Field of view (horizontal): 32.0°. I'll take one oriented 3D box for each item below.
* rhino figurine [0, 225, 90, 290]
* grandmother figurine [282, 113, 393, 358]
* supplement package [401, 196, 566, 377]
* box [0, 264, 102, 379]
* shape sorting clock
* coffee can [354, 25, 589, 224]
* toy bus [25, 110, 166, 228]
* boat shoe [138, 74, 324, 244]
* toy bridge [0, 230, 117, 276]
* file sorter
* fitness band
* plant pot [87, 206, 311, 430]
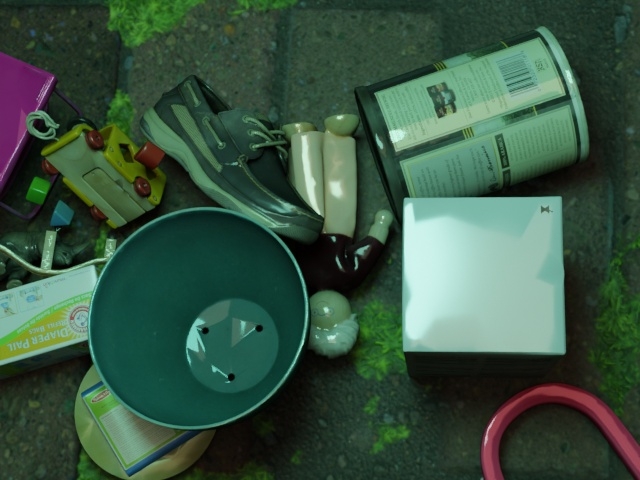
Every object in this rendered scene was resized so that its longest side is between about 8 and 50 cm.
[{"bbox_3d":[-0.457,0.026,1.641,0.243,0.073,0.106,-13,34,2],"label":"rhino figurine"},{"bbox_3d":[0.000,0.000,1.596,0.208,0.104,0.342,-12,73,26],"label":"grandmother figurine"},{"bbox_3d":[0.209,0.069,1.475,0.198,0.263,0.199,0,77,6],"label":"supplement package"},{"bbox_3d":[-0.392,0.119,1.602,0.203,0.114,0.103,-16,77,1],"label":"box"},{"bbox_3d":[-0.247,0.241,1.597,0.206,0.040,0.206,1,75,-3],"label":"shape sorting clock"},{"bbox_3d":[0.208,-0.159,1.557,0.275,0.201,0.201,-18,76,1],"label":"coffee can"},{"bbox_3d":[-0.316,-0.117,1.606,0.191,0.202,0.104,10,41,-3],"label":"toy bus"},{"bbox_3d":[-0.118,-0.125,1.569,0.355,0.132,0.130,39,100,30],"label":"boat shoe"},{"bbox_3d":[-0.387,0.018,1.588,0.188,0.026,0.063,7,71,-11],"label":"toy bridge"},{"bbox_3d":[-0.529,-0.177,1.647,0.290,0.182,0.202,24,82,11],"label":"file sorter"},{"bbox_3d":[0.343,0.334,1.514,0.209,0.054,0.291,-33,77,-5],"label":"fitness band"},{"bbox_3d":[-0.143,0.123,1.508,0.290,0.195,0.290,-3,72,9],"label":"plant pot"}]
